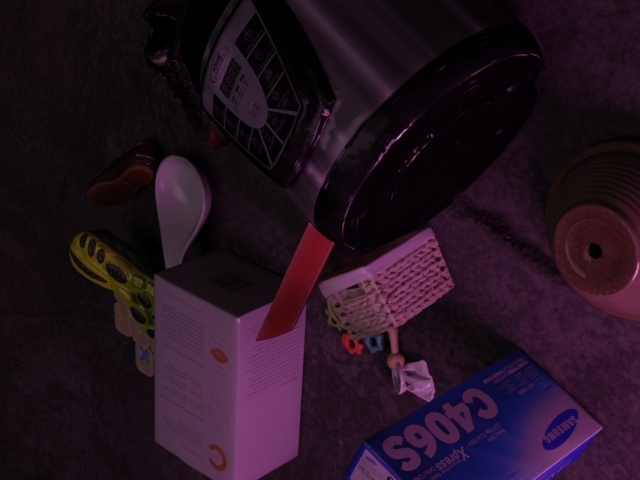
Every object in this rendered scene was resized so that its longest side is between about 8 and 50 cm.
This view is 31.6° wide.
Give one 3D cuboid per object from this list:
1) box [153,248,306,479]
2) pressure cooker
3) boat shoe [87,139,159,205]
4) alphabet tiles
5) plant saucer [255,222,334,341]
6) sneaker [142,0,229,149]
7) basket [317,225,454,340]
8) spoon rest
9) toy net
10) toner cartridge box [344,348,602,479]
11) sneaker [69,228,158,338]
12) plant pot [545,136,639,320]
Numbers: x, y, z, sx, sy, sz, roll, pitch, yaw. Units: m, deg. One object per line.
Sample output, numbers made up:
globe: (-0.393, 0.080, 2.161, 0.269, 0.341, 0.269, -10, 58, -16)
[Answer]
box: (-0.161, 0.222, 1.975, 0.215, 0.168, 0.345, 24, 121, 36)
pressure cooker: (0.027, -0.241, 1.461, 0.420, 0.370, 0.375, 50, 178, 19)
boat shoe: (-0.365, -0.125, 2.118, 0.207, 0.073, 0.073, -22, 53, 44)
alphabet tiles: (-0.311, 0.165, 2.209, 0.284, 0.021, 0.278, 25, 122, 37)
plant saucer: (0.000, 0.000, 1.693, 0.047, 0.259, 0.258, 26, 128, 0)
sneaker: (-0.221, -0.277, 1.858, 0.097, 0.135, 0.276, -1, 106, 43)
basket: (0.100, 0.064, 1.655, 0.113, 0.167, 0.103, -23, 94, 47)
spoon rest: (-0.240, -0.017, 2.019, 0.137, 0.084, 0.276, 9, 113, 42)
toy net: (0.086, 0.176, 1.799, 0.232, 0.045, 0.122, 51, 134, 18)
toner cartridge box: (0.210, 0.276, 1.495, 0.165, 0.347, 0.075, 45, 132, 22)
sneaker: (-0.328, 0.074, 2.108, 0.295, 0.123, 0.109, 42, 121, 5)
plant pot: (0.367, -0.003, 1.401, 0.237, 0.109, 0.237, 18, 117, 39)
